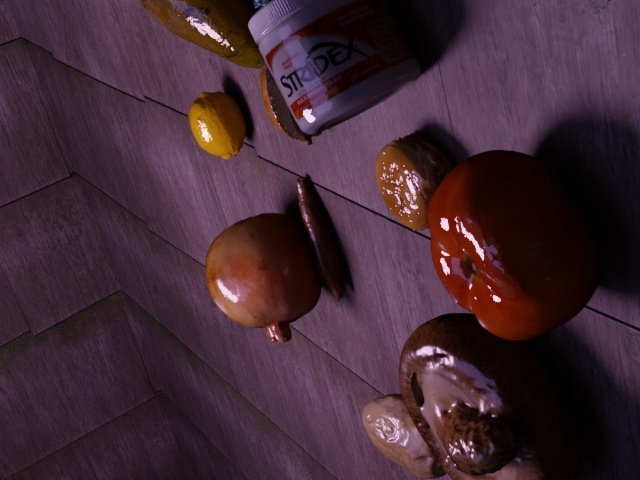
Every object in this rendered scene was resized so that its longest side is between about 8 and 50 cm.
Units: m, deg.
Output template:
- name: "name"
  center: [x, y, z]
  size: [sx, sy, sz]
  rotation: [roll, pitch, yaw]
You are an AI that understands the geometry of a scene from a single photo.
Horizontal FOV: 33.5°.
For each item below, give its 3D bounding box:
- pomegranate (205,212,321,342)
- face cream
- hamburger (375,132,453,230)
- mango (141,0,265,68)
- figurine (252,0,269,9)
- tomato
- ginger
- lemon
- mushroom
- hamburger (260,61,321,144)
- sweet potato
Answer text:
- name: "pomegranate"
  center: [-0.110, 0.081, 2.191]
  size: [0.252, 0.228, 0.271]
  rotation: [27, -137, -81]
- name: "face cream"
  center: [0.022, -0.278, 1.557]
  size: [0.187, 0.201, 0.201]
  rotation: [63, 158, -1]
- name: "hamburger"
  center: [0.146, -0.093, 1.663]
  size: [0.138, 0.083, 0.147]
  rotation: [48, 151, 40]
- name: "mango"
  center: [-0.220, -0.437, 1.953]
  size: [0.329, 0.176, 0.176]
  rotation: [49, 114, 24]
- name: "figurine"
  center: [-0.116, -0.443, 1.874]
  size: [0.106, 0.047, 0.060]
  rotation: [56, 180, -9]
- name: "tomato"
  center: [0.255, 0.005, 1.411]
  size: [0.260, 0.180, 0.260]
  rotation: [50, 156, 33]
- name: "ginger"
  center: [0.176, 0.369, 2.070]
  size: [0.267, 0.152, 0.138]
  rotation: [35, 116, 57]
- name: "lemon"
  center: [-0.214, -0.241, 2.225]
  size: [0.114, 0.114, 0.155]
  rotation: [22, 137, 58]
- name: "mushroom"
  center: [0.269, 0.280, 1.690]
  size: [0.345, 0.239, 0.345]
  rotation: [174, 90, -73]
- name: "hamburger"
  center: [-0.069, -0.254, 1.930]
  size: [0.102, 0.087, 0.176]
  rotation: [9, 128, 59]
- name: "sweet potato"
  center: [0.001, 0.000, 2.122]
  size: [0.057, 0.057, 0.265]
  rotation: [16, 126, 60]
